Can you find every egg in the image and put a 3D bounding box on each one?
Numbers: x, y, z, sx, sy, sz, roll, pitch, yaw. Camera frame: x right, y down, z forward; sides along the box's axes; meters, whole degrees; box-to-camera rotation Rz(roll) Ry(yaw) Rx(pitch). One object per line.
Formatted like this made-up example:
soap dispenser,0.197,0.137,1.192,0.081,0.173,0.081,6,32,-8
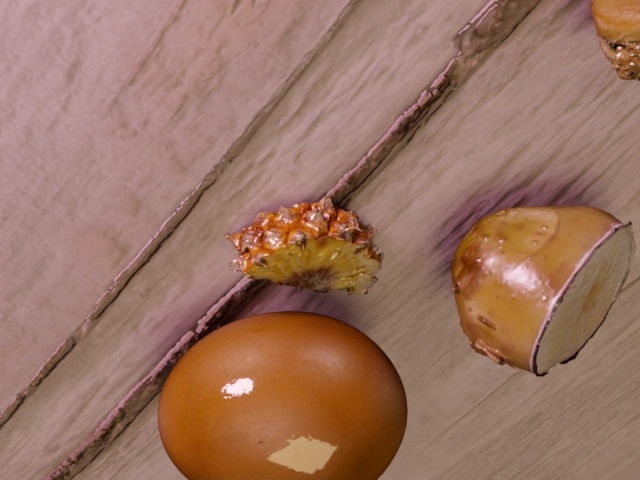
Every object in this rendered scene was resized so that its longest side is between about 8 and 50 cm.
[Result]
egg,-0.052,0.242,1.133,0.351,0.282,0.282,-3,131,-13

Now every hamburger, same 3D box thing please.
hamburger,0.409,-0.254,0.908,0.215,0.189,0.122,-32,127,-5

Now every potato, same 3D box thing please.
potato,0.314,0.048,1.168,0.300,0.196,0.246,-11,126,-49

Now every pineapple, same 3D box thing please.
pineapple,0.000,0.001,1.080,0.233,0.079,0.135,11,135,-34
